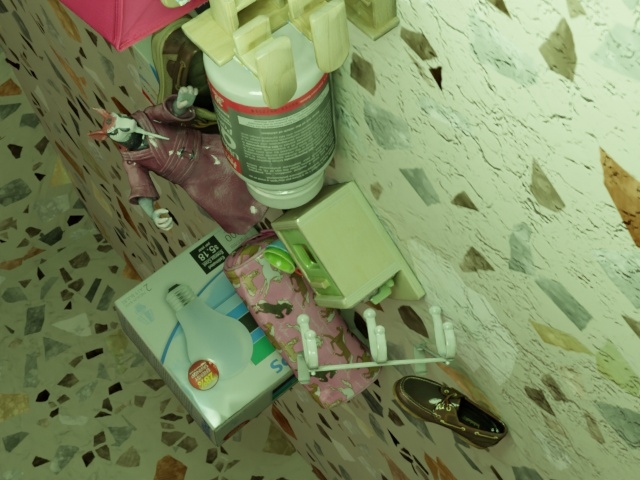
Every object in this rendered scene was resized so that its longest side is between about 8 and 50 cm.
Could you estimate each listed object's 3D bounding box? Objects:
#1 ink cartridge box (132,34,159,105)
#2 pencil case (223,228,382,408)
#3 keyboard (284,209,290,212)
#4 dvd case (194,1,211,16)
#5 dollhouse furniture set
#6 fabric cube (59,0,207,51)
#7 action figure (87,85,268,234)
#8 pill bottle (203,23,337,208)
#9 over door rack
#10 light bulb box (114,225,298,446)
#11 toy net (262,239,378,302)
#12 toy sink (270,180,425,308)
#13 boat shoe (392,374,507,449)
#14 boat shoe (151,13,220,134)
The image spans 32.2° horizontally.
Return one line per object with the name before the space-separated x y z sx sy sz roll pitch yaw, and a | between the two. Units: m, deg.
ink cartridge box | -0.292 -0.303 2.193 0.134 0.078 0.231 48 163 18
pencil case | -0.033 0.157 2.250 0.386 0.167 0.160 57 -175 -12
keyboard | -0.109 -0.115 2.174 0.180 0.023 0.108 39 152 42
dvd case | -0.211 -0.451 1.762 0.239 0.029 0.179 58 164 -12
dollhouse furniture set | -0.036 -0.270 1.271 0.212 0.242 0.161 45 162 28
fabric cube | -0.231 -0.434 1.318 0.258 0.259 0.254 41 145 17
action figure | -0.240 -0.164 1.981 0.370 0.248 0.276 25 -167 -23
pill bottle | -0.065 -0.184 1.636 0.176 0.176 0.318 45 162 26
over door rack | 0.080 0.172 1.847 0.324 0.239 0.108 109 157 -79
light bulb box | -0.206 0.200 2.477 0.361 0.358 0.225 49 165 12
toy net | 0.002 0.071 2.037 0.232 0.045 0.122 28 155 3
toy sink | 0.041 0.034 1.864 0.234 0.131 0.153 57 164 -11
boat shoe | 0.226 0.288 1.909 0.207 0.073 0.073 27 151 -7
boat shoe | -0.222 -0.256 2.034 0.123 0.123 0.342 46 156 29
